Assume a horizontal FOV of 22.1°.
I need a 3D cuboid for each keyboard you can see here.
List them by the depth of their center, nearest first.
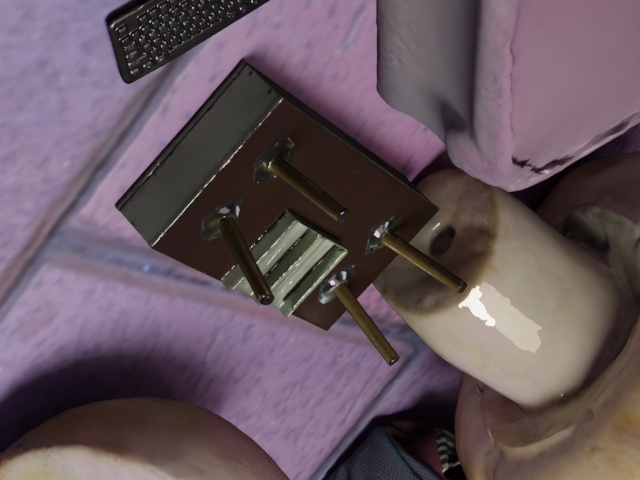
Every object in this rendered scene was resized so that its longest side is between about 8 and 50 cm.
[{"bbox_3d":[-0.051,-0.142,0.914,0.155,0.010,0.053,-34,147,-17],"label":"keyboard"}]

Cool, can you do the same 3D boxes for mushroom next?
[{"bbox_3d":[-0.131,0.160,1.103,0.236,0.173,0.162,-17,-155,26],"label":"mushroom"},{"bbox_3d":[0.237,0.088,1.231,0.353,0.325,0.353,-31,138,-33],"label":"mushroom"}]

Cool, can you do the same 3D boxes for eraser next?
[{"bbox_3d":[0.158,-0.197,0.778,0.272,0.122,0.359,-34,155,-16],"label":"eraser"}]

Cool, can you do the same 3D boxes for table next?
[{"bbox_3d":[0.000,0.000,1.053,0.121,0.111,0.240,-48,150,8],"label":"table"}]

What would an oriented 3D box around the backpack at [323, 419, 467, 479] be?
[{"bbox_3d":[0.176,0.300,1.438,0.283,0.317,0.197,9,126,-53],"label":"backpack"}]
